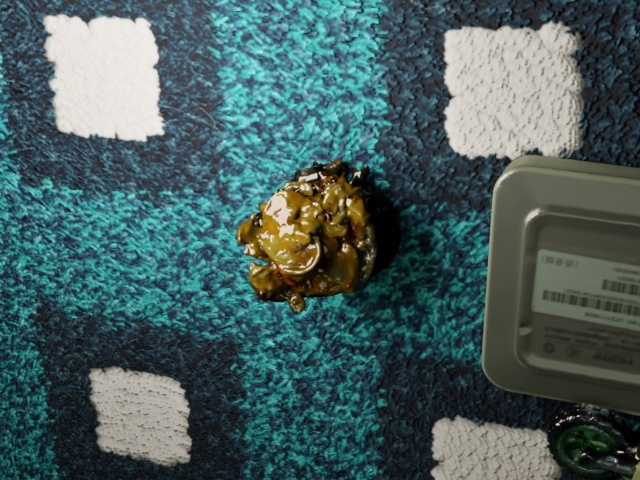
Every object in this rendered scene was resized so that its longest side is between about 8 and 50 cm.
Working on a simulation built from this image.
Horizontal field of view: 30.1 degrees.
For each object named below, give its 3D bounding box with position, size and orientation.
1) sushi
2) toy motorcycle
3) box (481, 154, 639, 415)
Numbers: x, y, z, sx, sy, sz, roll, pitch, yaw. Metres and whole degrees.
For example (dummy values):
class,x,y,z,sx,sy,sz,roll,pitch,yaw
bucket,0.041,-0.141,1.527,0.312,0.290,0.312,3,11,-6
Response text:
class,x,y,z,sx,sy,sz,roll,pitch,yaw
sushi,-0.004,-0.006,1.779,0.213,0.204,0.200,-27,97,24
toy motorcycle,0.508,0.404,1.785,0.237,0.169,0.410,-10,120,39
box,0.423,0.076,1.713,0.367,0.090,0.373,8,115,19
